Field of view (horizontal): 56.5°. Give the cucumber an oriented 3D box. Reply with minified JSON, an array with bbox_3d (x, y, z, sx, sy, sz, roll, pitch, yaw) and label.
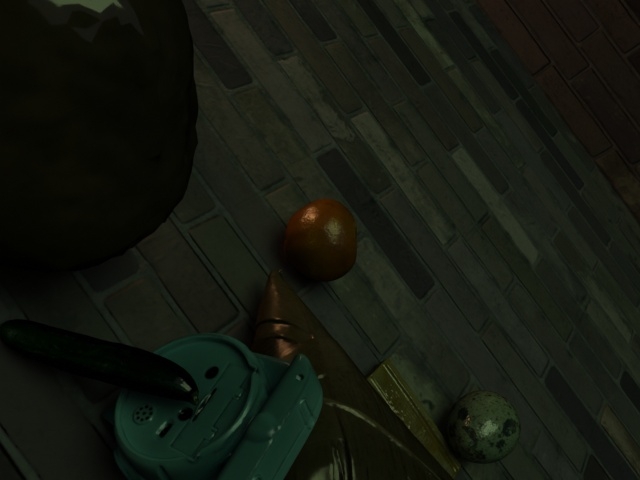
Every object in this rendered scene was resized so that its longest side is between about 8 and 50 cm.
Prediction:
[{"bbox_3d":[-0.275,0.146,0.739,0.285,0.056,0.056,14,44,13],"label":"cucumber"}]

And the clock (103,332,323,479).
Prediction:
[{"bbox_3d":[-0.154,0.216,0.750,0.223,0.274,0.094,-56,146,-35],"label":"clock"}]

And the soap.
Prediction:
[{"bbox_3d":[0.164,0.345,1.097,0.092,0.037,0.252,-34,88,-46],"label":"soap"}]

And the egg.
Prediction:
[{"bbox_3d":[0.308,0.358,1.139,0.172,0.132,0.132,-7,68,-53],"label":"egg"}]

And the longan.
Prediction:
[{"bbox_3d":[-0.341,-0.181,0.720,0.405,0.435,0.403,1,37,-1],"label":"longan"}]

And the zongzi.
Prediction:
[{"bbox_3d":[0.107,0.307,0.950,0.500,0.218,0.466,31,43,-26],"label":"zongzi"}]

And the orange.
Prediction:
[{"bbox_3d":[0.000,0.000,1.105,0.136,0.158,0.158,-2,57,4],"label":"orange"}]
